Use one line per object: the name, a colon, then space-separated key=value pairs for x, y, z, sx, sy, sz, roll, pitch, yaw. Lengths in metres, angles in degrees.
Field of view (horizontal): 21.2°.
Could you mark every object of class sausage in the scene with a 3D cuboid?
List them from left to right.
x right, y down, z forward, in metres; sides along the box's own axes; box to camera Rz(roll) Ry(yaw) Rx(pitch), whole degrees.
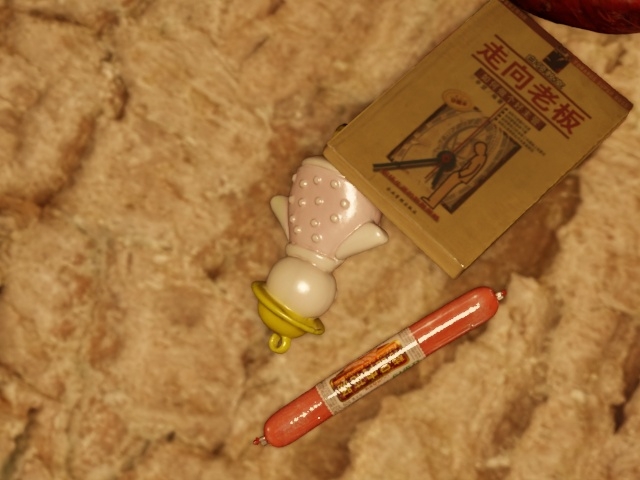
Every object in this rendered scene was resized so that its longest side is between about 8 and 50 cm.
sausage: x=0.050 y=0.109 z=1.468 sx=0.253 sy=0.034 sz=0.034 roll=-33 pitch=79 yaw=2

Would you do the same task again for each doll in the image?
doll: x=0.000 y=0.000 z=1.465 sx=0.129 sy=0.081 sz=0.207 roll=20 pitch=86 yaw=38

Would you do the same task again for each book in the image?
book: x=0.136 y=-0.092 z=1.449 sx=0.161 sy=0.026 sz=0.231 roll=43 pitch=66 yaw=11

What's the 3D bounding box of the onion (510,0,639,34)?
onion: x=0.258 y=-0.301 z=1.449 sx=0.272 sy=0.195 sz=0.272 roll=-3 pitch=86 yaw=42
